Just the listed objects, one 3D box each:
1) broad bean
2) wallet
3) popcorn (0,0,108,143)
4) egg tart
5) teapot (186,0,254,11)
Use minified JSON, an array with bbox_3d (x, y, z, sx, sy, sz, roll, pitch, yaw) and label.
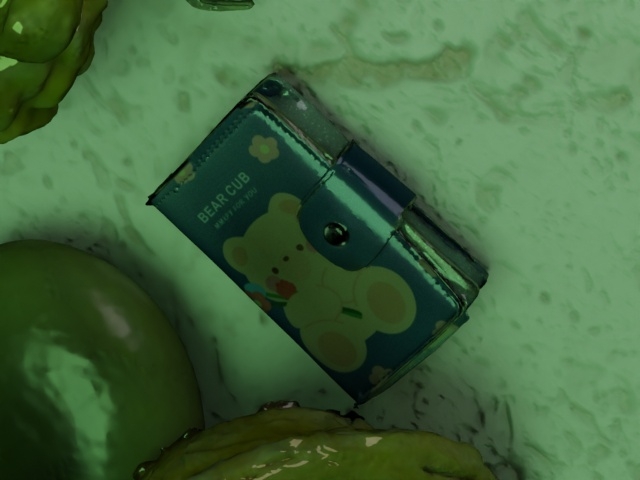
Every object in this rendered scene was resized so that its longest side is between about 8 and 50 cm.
[{"bbox_3d":[-0.194,0.136,1.345,0.238,0.119,0.291,26,118,17],"label":"broad bean"},{"bbox_3d":[0.001,0.000,1.243,0.202,0.059,0.141,44,127,-2],"label":"wallet"},{"bbox_3d":[-0.262,-0.158,1.168,0.250,0.235,0.242,43,135,2],"label":"popcorn"},{"bbox_3d":[-0.029,0.227,1.272,0.345,0.132,0.345,-14,130,-17],"label":"egg tart"},{"bbox_3d":[-0.069,-0.173,1.190,0.083,0.057,0.067,3,122,27],"label":"teapot"}]
